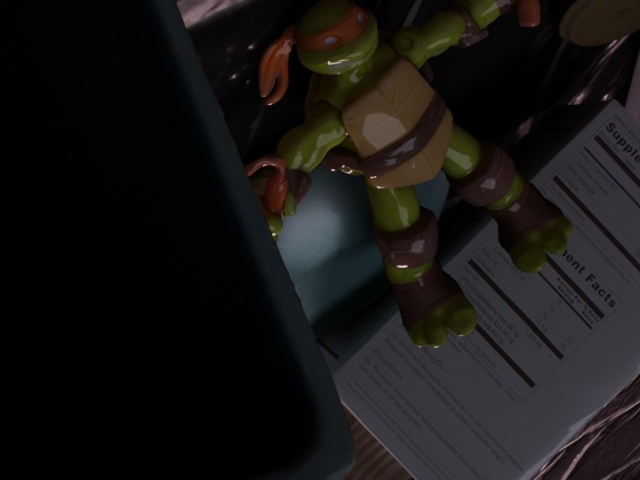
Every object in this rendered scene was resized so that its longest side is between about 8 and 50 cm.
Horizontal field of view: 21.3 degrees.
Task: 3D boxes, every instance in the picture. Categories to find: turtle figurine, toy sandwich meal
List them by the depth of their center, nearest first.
[{"bbox_3d":[0.030,-0.044,0.870,0.269,0.087,0.217,-46,130,-15],"label":"turtle figurine"},{"bbox_3d":[0.175,-0.146,1.004,0.085,0.029,0.085,-20,158,-9],"label":"toy sandwich meal"}]

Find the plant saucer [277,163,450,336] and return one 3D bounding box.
[{"bbox_3d":[0.008,0.011,0.991,0.195,0.037,0.195,-32,159,-14],"label":"plant saucer"}]

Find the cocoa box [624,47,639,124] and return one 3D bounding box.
[{"bbox_3d":[0.355,-0.053,1.138,0.228,0.231,0.347,-25,151,-15],"label":"cocoa box"}]

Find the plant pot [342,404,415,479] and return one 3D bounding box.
[{"bbox_3d":[0.065,0.139,1.325,0.237,0.110,0.237,-32,159,-13],"label":"plant pot"}]

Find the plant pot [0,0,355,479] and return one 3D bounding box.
[{"bbox_3d":[-0.191,0.021,0.521,0.247,0.248,0.252,-13,167,-45],"label":"plant pot"}]

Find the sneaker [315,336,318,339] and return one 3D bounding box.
[{"bbox_3d":[0.026,0.067,1.184,0.212,0.080,0.094,-24,169,-12],"label":"sneaker"}]

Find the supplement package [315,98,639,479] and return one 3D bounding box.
[{"bbox_3d":[0.124,0.042,1.067,0.244,0.134,0.139,-44,-173,-3],"label":"supplement package"}]
